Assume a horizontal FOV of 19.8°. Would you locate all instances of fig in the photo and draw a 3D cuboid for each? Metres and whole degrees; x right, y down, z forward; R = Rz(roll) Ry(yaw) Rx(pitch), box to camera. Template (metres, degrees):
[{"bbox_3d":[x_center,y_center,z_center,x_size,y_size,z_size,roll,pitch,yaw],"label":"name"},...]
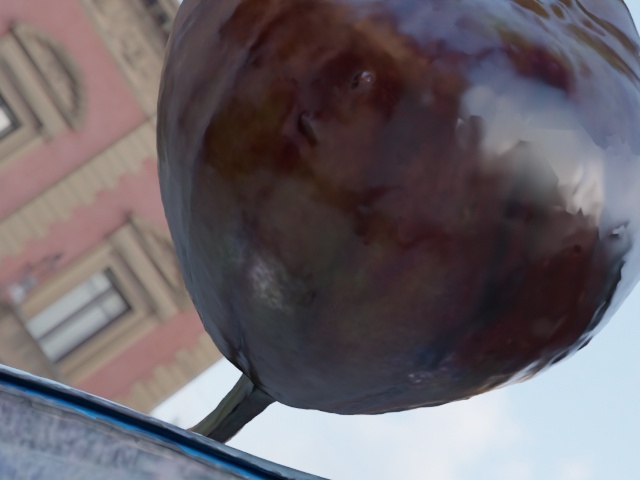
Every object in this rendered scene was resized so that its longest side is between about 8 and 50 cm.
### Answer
[{"bbox_3d":[0.023,-0.009,0.526,0.149,0.148,0.202,-154,-109,-71],"label":"fig"}]

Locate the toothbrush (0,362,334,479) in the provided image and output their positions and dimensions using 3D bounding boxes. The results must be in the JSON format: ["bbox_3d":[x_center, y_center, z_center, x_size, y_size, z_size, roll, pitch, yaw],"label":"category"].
[{"bbox_3d":[0.008,0.066,0.371,0.413,0.035,0.042,17,2,2],"label":"toothbrush"}]
